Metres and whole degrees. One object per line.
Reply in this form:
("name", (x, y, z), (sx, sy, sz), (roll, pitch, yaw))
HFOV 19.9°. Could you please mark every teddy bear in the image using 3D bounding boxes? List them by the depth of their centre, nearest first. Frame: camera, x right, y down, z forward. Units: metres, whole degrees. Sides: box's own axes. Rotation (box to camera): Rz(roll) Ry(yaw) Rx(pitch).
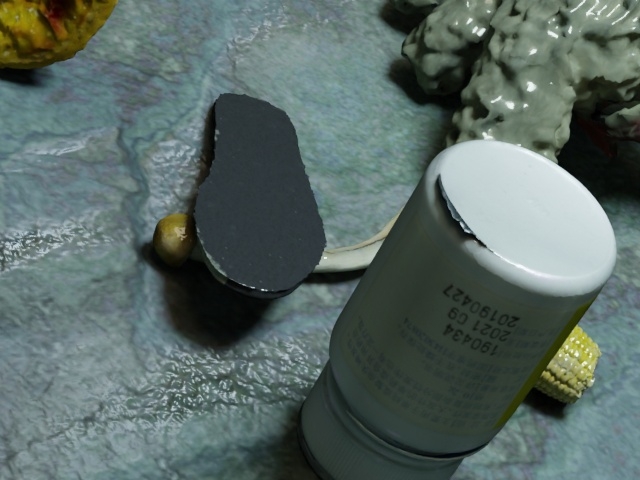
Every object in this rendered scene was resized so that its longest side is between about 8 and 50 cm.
("teddy bear", (0.237, -0.199, 1.708), (0.357, 0.224, 0.367), (-13, 24, -11))

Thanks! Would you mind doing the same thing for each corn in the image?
("corn", (0.149, 0.065, 1.463), (0.165, 0.063, 0.085), (34, 14, 3))

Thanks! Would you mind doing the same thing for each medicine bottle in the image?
("medicine bottle", (0.086, 0.065, 1.263), (0.143, 0.258, 0.143), (18, 39, -16))

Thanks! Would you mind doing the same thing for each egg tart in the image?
("egg tart", (-0.251, -0.256, 1.469), (0.202, 0.202, 0.147), (20, 30, -12))

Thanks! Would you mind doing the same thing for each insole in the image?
("insole", (-0.053, -0.041, 1.445), (0.110, 0.012, 0.309), (15, 29, -14))

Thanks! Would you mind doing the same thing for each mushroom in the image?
("mushroom", (0.001, -0.001, 1.467), (0.306, 0.043, 0.068), (-3, 68, -37))
